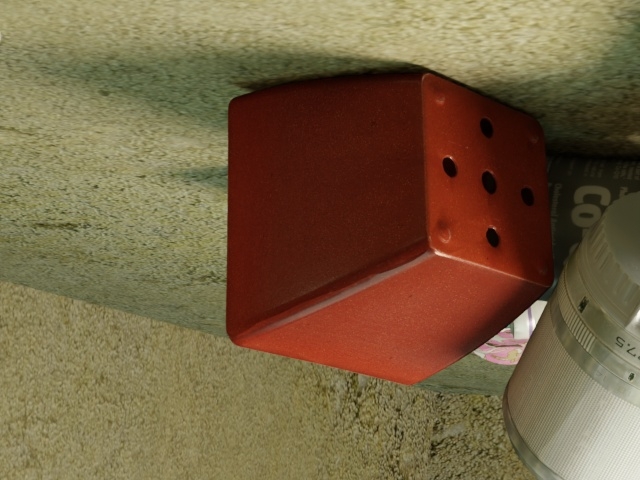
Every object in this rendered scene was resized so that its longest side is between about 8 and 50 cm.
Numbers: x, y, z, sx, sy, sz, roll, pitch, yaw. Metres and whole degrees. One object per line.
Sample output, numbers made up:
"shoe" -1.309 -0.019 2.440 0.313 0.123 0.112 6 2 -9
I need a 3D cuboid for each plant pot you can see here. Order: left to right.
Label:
"plant pot" 0.083 -0.027 1.430 0.267 0.267 0.235 17 153 -40

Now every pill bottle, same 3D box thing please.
"pill bottle" 0.331 -0.007 1.536 0.283 0.161 0.161 4 168 18

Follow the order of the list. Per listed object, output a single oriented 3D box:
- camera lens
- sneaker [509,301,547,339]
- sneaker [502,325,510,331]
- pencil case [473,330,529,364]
"camera lens" 0.314 0.117 1.387 0.219 0.219 0.274 10 128 -11
"sneaker" 0.311 0.031 1.722 0.161 0.102 0.282 -1 -156 19
"sneaker" 0.178 0.017 1.773 0.110 0.107 0.275 -19 129 44
"pencil case" 0.289 0.083 2.048 0.167 0.160 0.386 -33 171 -6
